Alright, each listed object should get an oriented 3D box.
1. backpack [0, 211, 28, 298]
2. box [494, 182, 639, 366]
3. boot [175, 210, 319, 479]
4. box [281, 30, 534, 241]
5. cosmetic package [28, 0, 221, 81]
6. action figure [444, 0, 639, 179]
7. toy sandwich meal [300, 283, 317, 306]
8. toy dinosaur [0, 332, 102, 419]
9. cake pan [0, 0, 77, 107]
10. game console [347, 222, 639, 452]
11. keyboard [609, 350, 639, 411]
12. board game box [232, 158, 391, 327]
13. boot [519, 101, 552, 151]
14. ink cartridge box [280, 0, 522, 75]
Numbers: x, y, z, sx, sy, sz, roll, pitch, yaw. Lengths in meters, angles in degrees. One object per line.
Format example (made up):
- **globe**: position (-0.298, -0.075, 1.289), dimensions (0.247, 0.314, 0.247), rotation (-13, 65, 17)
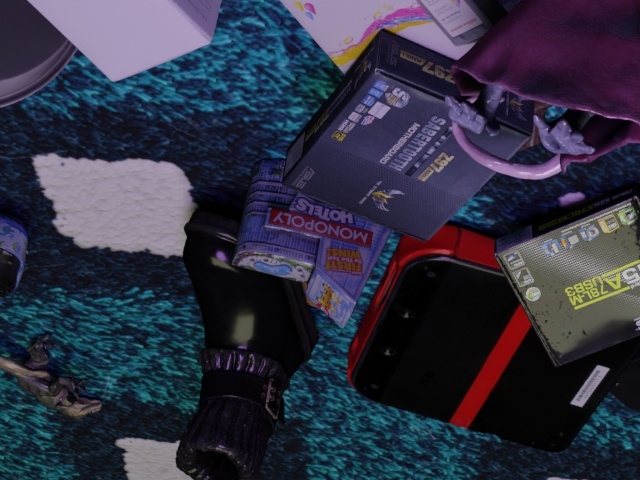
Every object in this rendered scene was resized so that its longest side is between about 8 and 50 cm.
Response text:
- **backpack**: position (-0.436, 0.007, 2.246), dimensions (0.105, 0.084, 0.114), rotation (18, 147, -11)
- **box**: position (0.334, 0.044, 2.078), dimensions (0.191, 0.045, 0.184), rotation (-22, 113, 17)
- **boot**: position (-0.121, 0.152, 2.197), dimensions (0.131, 0.260, 0.348), rotation (10, 148, 31)
- **box**: position (0.089, -0.103, 1.797), dimensions (0.183, 0.059, 0.232), rotation (21, 143, -18)
- **cosmetic package**: position (-0.201, -0.318, 1.655), dimensions (0.138, 0.224, 0.224), rotation (-18, 134, 32)
- **action figure**: position (0.293, -0.233, 1.584), dimensions (0.248, 0.370, 0.275), rotation (29, 167, 14)
- **toy sandwich meal**: position (-0.001, 0.057, 2.260), dimensions (0.086, 0.029, 0.085), rotation (11, 135, 11)
- **toy dinosaur**: position (-0.411, 0.194, 2.506), dimensions (0.118, 0.064, 0.268), rotation (-20, 131, 42)
- **cake pan**: position (-0.355, -0.275, 1.695), dimensions (0.293, 0.293, 0.054), rotation (28, 164, -22)
- **game console**: position (0.230, 0.136, 2.274), dimensions (0.342, 0.060, 0.386), rotation (16, 143, -5)
- **keyboard**: position (0.495, 0.135, 2.244), dimensions (0.317, 0.033, 0.201), rotation (-23, 133, 35)
- **board game box**: position (0.000, 0.000, 2.047), dimensions (0.194, 0.194, 0.060), rotation (14, 143, -6)
- **boot**: position (0.257, -0.141, 1.933), dimensions (0.106, 0.037, 0.114), rotation (17, 141, 13)
- **ink cartridge box**: position (0.092, -0.273, 1.724), dimensions (0.226, 0.131, 0.306), rotation (-16, 135, 31)
